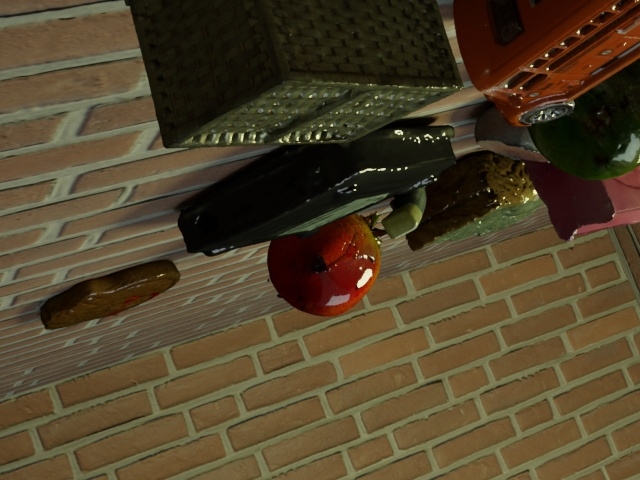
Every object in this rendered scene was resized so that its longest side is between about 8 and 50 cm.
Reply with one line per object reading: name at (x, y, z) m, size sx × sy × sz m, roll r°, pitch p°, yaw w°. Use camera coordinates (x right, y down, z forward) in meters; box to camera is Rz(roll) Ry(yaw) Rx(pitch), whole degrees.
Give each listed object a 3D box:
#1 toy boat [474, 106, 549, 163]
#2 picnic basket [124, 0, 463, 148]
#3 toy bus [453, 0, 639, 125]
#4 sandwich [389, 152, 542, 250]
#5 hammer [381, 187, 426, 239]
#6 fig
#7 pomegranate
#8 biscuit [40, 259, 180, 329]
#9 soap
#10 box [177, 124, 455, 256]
toy boat at (0.333, -0.176, 1.697) m, size 0.155 × 0.085 × 0.227 m, roll 16°, pitch -178°, yaw 30°
picnic basket at (-0.021, -0.160, 0.773) m, size 0.196 × 0.154 × 0.134 m, roll -6°, pitch 169°, yaw -45°
toy bus at (0.241, -0.228, 1.036) m, size 0.153 × 0.142 × 0.329 m, roll -5°, pitch 166°, yaw -28°
sandwich at (0.338, -0.090, 2.172) m, size 0.325 × 0.131 × 0.262 m, roll -14°, pitch 168°, yaw -45°
hammer at (0.146, -0.078, 1.747) m, size 0.159 × 0.041 × 0.226 m, roll -30°, pitch -161°, yaw 20°
fig at (0.405, -0.205, 1.498) m, size 0.203 × 0.203 × 0.235 m, roll -29°, pitch -171°, yaw 47°
pomegranate at (0.018, 0.028, 1.909) m, size 0.235 × 0.210 × 0.210 m, roll -25°, pitch 174°, yaw -23°
biscuit at (-0.393, 0.107, 1.988) m, size 0.257 × 0.049 × 0.273 m, roll -15°, pitch 169°, yaw -32°
soap at (0.509, -0.136, 1.938) m, size 0.128 × 0.233 × 0.360 m, roll -29°, pitch 169°, yaw 35°
box at (0.002, -0.075, 1.598) m, size 0.359 × 0.091 × 0.350 m, roll -24°, pitch 172°, yaw 35°
